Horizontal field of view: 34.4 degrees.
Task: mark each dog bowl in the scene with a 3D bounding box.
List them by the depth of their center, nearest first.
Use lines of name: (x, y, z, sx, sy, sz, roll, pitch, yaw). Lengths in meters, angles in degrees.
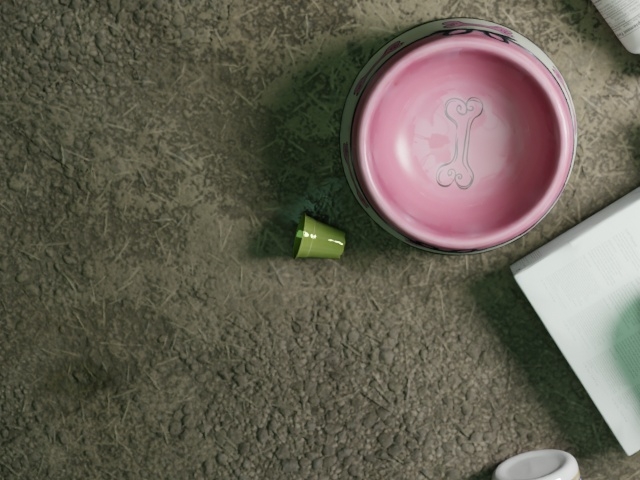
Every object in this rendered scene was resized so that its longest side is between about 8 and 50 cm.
dog bowl: (0.229, -0.163, 1.705, 0.408, 0.150, 0.408, 1, 100, 4)

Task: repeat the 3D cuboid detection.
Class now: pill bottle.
pill bottle: (0.525, -0.373, 1.652, 0.131, 0.131, 0.229, -36, 95, 10)
pill bottle: (0.401, 0.514, 1.805, 0.153, 0.153, 0.264, -14, 98, 7)

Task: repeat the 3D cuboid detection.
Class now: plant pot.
plant pot: (0.000, 0.000, 1.795, 0.079, 0.083, 0.083, 12, 101, -11)

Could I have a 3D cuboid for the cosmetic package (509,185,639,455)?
cosmetic package: (0.543, 0.132, 1.756, 0.284, 0.097, 0.377, -32, 96, 11)
